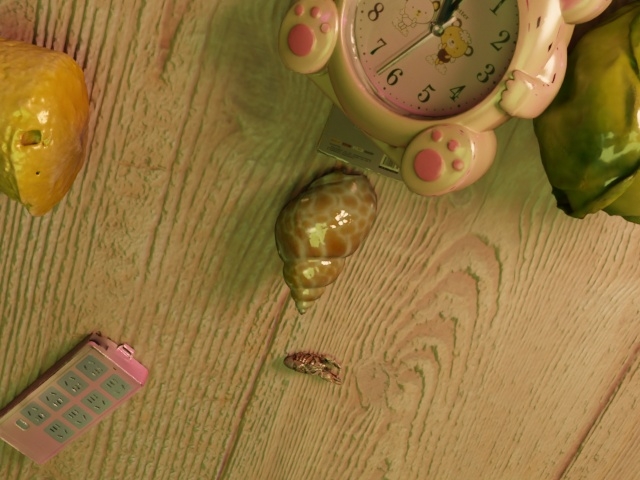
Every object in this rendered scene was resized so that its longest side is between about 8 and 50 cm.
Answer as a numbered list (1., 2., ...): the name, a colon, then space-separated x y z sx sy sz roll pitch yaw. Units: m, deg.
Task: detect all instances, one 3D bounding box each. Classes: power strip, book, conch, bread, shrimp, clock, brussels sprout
1. power strip: -0.384 0.243 1.459 0.279 0.037 0.109 -38 111 24
2. book: 0.082 -0.166 1.184 0.127 0.014 0.182 18 121 -6
3. conch: 0.002 -0.011 1.237 0.173 0.106 0.116 -36 131 8
4. bread: -0.362 -0.140 1.144 0.170 0.197 0.197 19 121 1
5. shrimp: -0.007 0.181 1.395 0.092 0.029 0.038 20 112 -13
6. clock: 0.135 -0.235 1.030 0.284 0.114 0.309 47 115 14
7. brussels sprout: 0.374 -0.132 1.051 0.259 0.227 0.294 29 82 -6
